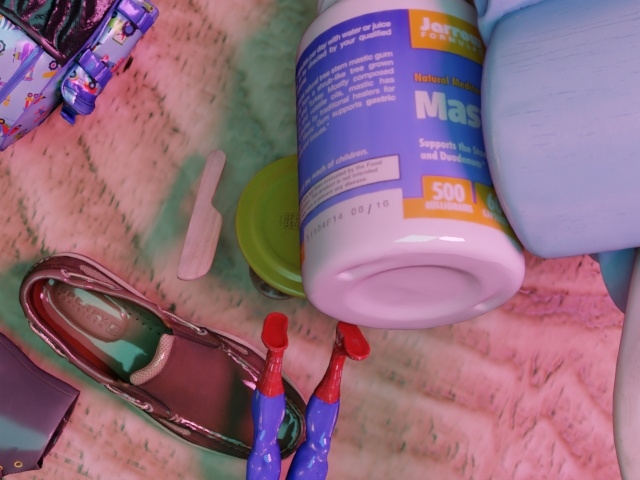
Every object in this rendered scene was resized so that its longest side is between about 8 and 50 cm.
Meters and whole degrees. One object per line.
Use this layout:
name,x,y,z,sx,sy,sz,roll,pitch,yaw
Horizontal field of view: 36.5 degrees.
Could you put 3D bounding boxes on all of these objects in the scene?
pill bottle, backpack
pill bottle,0.058,-0.086,0.705,0.152,0.152,0.272,-1,64,-2
backpack,-0.217,-0.136,0.724,0.117,0.158,0.173,36,86,-18

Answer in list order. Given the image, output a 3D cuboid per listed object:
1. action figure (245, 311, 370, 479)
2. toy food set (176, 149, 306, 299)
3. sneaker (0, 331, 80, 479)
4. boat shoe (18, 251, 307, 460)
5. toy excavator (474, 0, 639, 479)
action figure,-0.028,0.208,0.707,0.091,0.139,0.280,8,116,-9
toy food set,0.000,0.000,0.782,0.217,0.071,0.128,5,63,-5
sneaker,-0.290,0.180,0.753,0.118,0.083,0.222,33,87,-2
boat shoe,-0.124,0.100,0.755,0.257,0.095,0.095,29,88,-2
toy excavator,0.213,0.000,0.605,0.433,0.222,0.445,58,43,-27
